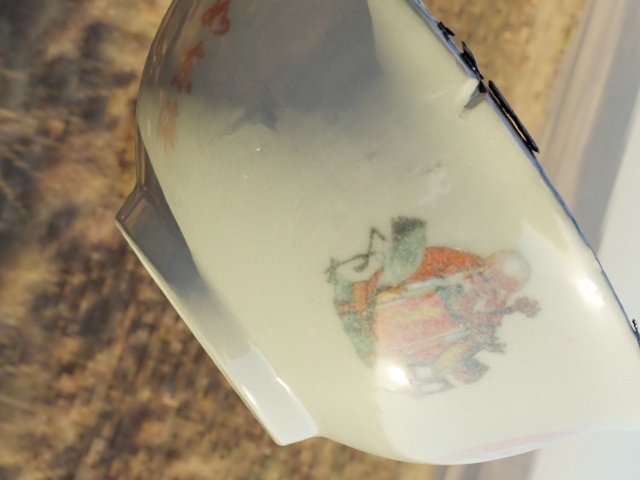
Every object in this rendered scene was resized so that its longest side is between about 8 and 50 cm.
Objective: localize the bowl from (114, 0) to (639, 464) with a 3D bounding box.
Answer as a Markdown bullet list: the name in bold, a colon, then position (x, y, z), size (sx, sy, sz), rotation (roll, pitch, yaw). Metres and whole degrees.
- **bowl**: position (0.000, 0.000, 0.827), size (0.157, 0.345, 0.345), rotation (-35, 166, -6)
